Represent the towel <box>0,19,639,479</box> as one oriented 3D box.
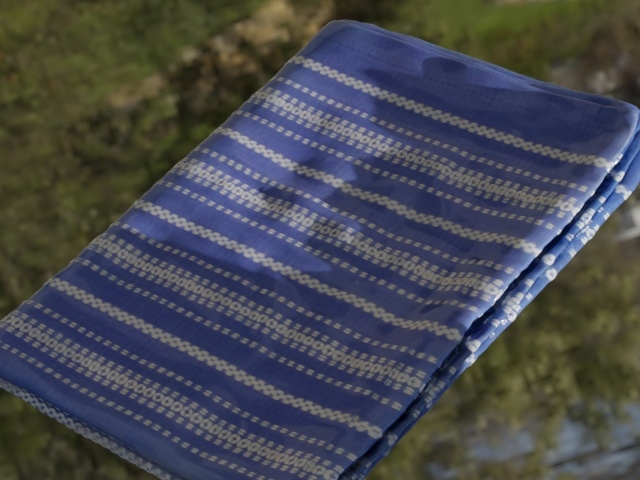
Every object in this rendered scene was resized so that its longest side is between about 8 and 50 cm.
[{"bbox_3d":[0.000,0.000,1.076,0.243,0.040,0.336,23,-127,33],"label":"towel"}]
